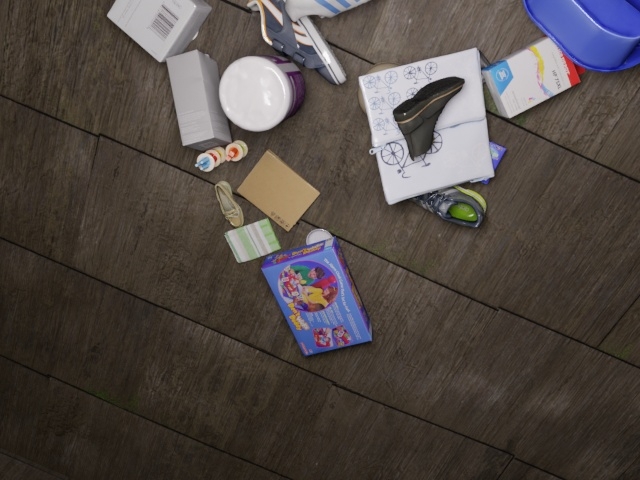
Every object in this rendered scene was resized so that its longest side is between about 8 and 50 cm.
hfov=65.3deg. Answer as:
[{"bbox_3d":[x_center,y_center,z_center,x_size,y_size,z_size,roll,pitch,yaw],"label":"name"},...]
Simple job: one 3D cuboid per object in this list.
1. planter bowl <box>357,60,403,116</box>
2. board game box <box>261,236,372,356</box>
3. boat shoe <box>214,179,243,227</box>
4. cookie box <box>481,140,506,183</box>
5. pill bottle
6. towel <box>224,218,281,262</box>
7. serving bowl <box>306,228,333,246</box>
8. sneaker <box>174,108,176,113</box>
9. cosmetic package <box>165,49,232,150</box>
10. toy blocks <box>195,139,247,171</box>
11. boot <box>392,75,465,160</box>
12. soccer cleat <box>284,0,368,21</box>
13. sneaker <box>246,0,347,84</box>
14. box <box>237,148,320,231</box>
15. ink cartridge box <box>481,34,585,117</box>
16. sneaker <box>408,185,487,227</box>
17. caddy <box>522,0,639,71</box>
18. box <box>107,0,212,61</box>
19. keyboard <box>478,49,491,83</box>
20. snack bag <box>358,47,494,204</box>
[{"bbox_3d":[0.172,-0.382,1.305,0.162,0.109,0.161,3,111,9],"label":"planter bowl"},{"bbox_3d":[-0.003,0.182,1.553,0.234,0.078,0.346,-16,113,15],"label":"board game box"},{"bbox_3d":[-0.280,-0.106,1.519,0.056,0.048,0.152,-12,109,14],"label":"boat shoe"},{"bbox_3d":[0.435,-0.222,1.360,0.092,0.040,0.107,23,112,0],"label":"cookie box"},{"bbox_3d":[-0.129,-0.376,1.251,0.170,0.301,0.169,3,111,8],"label":"pill bottle"},{"bbox_3d":[-0.212,0.001,1.568,0.152,0.023,0.113,-19,109,13],"label":"towel"},{"bbox_3d":[0.000,0.000,1.526,0.084,0.027,0.083,3,112,7],"label":"serving bowl"},{"bbox_3d":[-0.390,-0.360,1.452,0.035,0.031,0.083,-36,98,34],"label":"sneaker"},{"bbox_3d":[-0.325,-0.375,1.349,0.107,0.127,0.237,-13,89,14],"label":"cosmetic package"},{"bbox_3d":[-0.283,-0.237,1.415,0.123,0.148,0.054,-12,109,14],"label":"toy blocks"},{"bbox_3d":[0.273,-0.298,1.215,0.198,0.077,0.137,-31,125,-8],"label":"boot"},{"bbox_3d":[0.058,-0.610,1.197,0.332,0.143,0.115,-22,79,-25],"label":"soccer cleat"},{"bbox_3d":[-0.062,-0.516,1.285,0.128,0.126,0.321,-34,92,15],"label":"sneaker"},{"bbox_3d":[-0.125,-0.147,1.493,0.201,0.021,0.164,39,112,-6],"label":"box"},{"bbox_3d":[0.539,-0.419,1.234,0.231,0.078,0.134,-27,105,10],"label":"ink cartridge box"},{"bbox_3d":[0.322,-0.121,1.374,0.300,0.121,0.111,20,113,1],"label":"sneaker"},{"bbox_3d":[0.619,-0.542,1.111,0.241,0.179,0.341,-38,82,-1],"label":"caddy"},{"bbox_3d":[-0.420,-0.600,1.311,0.182,0.119,0.181,41,112,-7],"label":"box"},{"bbox_3d":[0.372,-0.399,1.313,0.180,0.023,0.108,-38,95,21],"label":"keyboard"},{"bbox_3d":[0.278,-0.280,1.265,0.324,0.037,0.342,-15,107,-8],"label":"snack bag"}]
